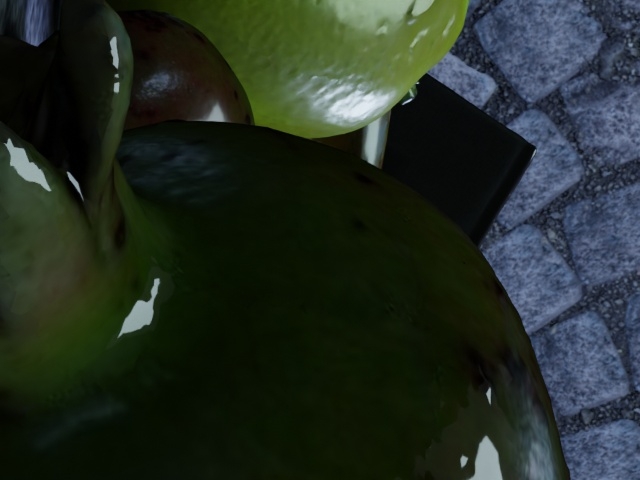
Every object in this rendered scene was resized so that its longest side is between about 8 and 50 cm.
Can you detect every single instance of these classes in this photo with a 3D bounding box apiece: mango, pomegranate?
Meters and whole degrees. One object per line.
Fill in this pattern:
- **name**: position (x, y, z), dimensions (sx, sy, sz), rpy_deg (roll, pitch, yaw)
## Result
- **mango**: position (-0.035, -0.153, 0.974), dimensions (0.273, 0.149, 0.185), rpy_deg (15, 92, -47)
- **pomegranate**: position (-0.094, -0.045, 0.881), dimensions (0.130, 0.130, 0.130), rpy_deg (-174, -90, -89)
- **pomegranate**: position (-0.053, 0.071, 0.530), dimensions (0.306, 0.242, 0.242), rpy_deg (38, 55, -67)

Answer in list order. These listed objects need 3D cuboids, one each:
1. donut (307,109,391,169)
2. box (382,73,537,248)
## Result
- **donut**: position (-0.045, -0.066, 1.202), dimensions (0.330, 0.160, 0.330), rpy_deg (1, 90, -71)
- **box**: position (-0.001, -0.001, 1.598), dimensions (0.345, 0.204, 0.251), rpy_deg (-59, -176, 3)
